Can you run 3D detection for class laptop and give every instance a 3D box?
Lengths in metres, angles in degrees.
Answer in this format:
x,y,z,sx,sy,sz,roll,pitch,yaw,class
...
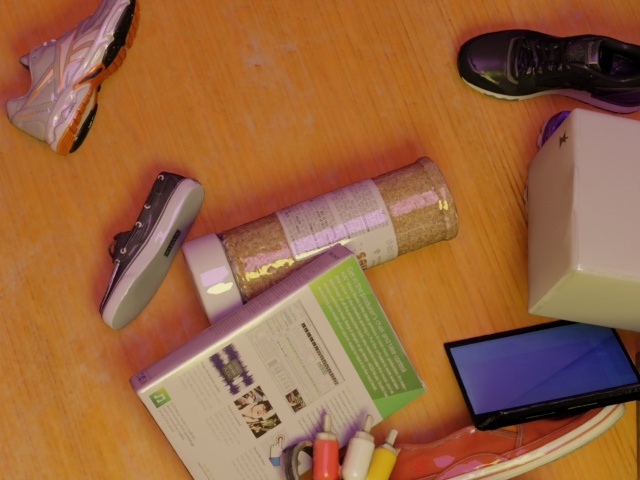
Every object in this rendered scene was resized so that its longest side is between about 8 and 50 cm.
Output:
x,y,z,sx,sy,sz,roll,pitch,yaw,class
0.299,0.151,1.610,0.234,0.264,0.136,-11,77,-5,laptop

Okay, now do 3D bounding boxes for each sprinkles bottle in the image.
x,y,z,sx,sy,sz,roll,pitch,yaw,class
0.000,0.000,1.699,0.355,0.121,0.121,-20,80,-7,sprinkles bottle

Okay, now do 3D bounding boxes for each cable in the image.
x,y,z,sx,sy,sz,roll,pitch,yaw,class
0.018,0.353,1.580,0.139,0.072,0.287,14,62,-16,cable

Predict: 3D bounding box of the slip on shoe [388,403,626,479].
x,y,z,sx,sy,sz,roll,pitch,yaw,class
0.238,0.258,1.668,0.331,0.123,0.101,-18,76,-2,slip on shoe

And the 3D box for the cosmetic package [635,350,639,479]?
x,y,z,sx,sy,sz,roll,pitch,yaw,class
0.471,0.308,1.582,0.097,0.284,0.377,2,78,-3,cosmetic package

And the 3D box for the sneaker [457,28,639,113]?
x,y,z,sx,sy,sz,roll,pitch,yaw,class
0.334,-0.254,1.769,0.283,0.124,0.107,6,78,-2,sneaker

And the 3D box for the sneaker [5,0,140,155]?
x,y,z,sx,sy,sz,roll,pitch,yaw,class
-0.340,-0.254,1.747,0.121,0.099,0.262,24,77,6,sneaker

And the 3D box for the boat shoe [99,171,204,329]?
x,y,z,sx,sy,sz,roll,pitch,yaw,class
-0.241,0.007,1.710,0.076,0.080,0.228,25,81,19,boat shoe

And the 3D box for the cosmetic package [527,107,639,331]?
x,y,z,sx,sy,sz,roll,pitch,yaw,class
0.505,0.002,1.653,0.453,0.161,0.230,11,63,-11,cosmetic package

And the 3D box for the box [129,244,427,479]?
x,y,z,sx,sy,sz,roll,pitch,yaw,class
-0.049,0.184,1.638,0.322,0.058,0.232,-31,114,-8,box

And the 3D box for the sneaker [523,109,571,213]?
x,y,z,sx,sy,sz,roll,pitch,yaw,class
0.322,-0.100,1.765,0.068,0.071,0.170,8,79,-2,sneaker
